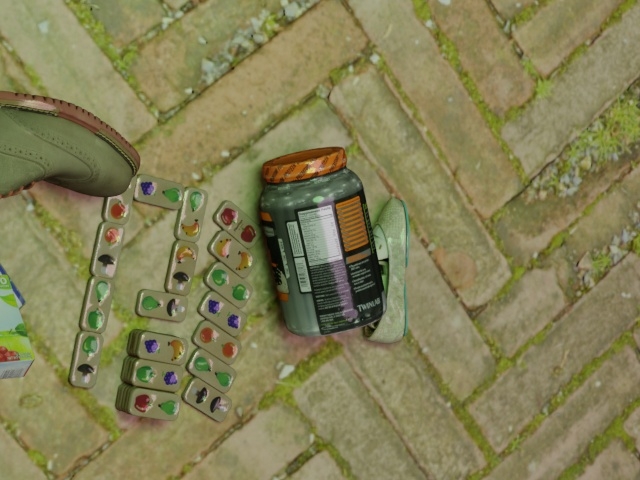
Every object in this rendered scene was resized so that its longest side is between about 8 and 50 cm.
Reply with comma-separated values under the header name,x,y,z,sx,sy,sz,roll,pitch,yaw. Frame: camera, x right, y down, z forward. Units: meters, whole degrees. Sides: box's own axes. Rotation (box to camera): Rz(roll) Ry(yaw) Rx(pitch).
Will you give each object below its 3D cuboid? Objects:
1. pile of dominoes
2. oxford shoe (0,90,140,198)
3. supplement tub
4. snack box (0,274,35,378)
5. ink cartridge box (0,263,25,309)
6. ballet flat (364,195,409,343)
name,x,y,z,sx,sy,sz,roll,pitch,yaw
pile of dominoes,-0.153,0.064,1.947,0.196,0.040,0.251,13,87,-31
oxford shoe,-0.321,-0.078,1.759,0.348,0.123,0.130,17,67,-41
supplement tub,0.000,0.000,1.991,0.117,0.117,0.190,-17,101,-30
snack box,-0.354,0.086,1.744,0.141,0.037,0.100,-4,56,-34
ink cartridge box,-0.431,0.042,1.771,0.224,0.045,0.223,-40,113,-24
ballet flat,0.071,0.035,2.075,0.052,0.057,0.168,-3,94,-22
